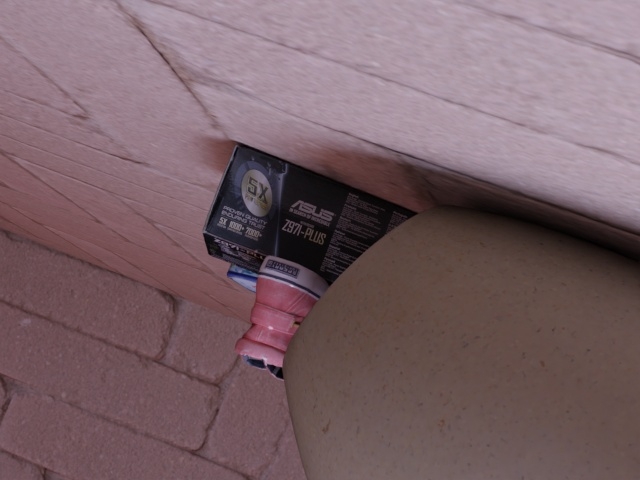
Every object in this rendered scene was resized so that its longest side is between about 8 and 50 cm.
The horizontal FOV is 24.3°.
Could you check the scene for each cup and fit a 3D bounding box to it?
[{"bbox_3d":[0.112,0.116,1.006,0.237,0.331,0.331,45,180,18],"label":"cup"}]

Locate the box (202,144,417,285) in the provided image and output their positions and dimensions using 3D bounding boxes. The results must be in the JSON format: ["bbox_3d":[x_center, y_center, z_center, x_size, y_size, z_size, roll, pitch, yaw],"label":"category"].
[{"bbox_3d":[0.000,0.000,1.224,0.180,0.078,0.147,21,172,1],"label":"box"}]

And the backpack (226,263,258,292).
[{"bbox_3d":[-0.041,0.012,1.418,0.105,0.084,0.114,12,165,37],"label":"backpack"}]

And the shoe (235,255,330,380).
[{"bbox_3d":[-0.014,0.074,1.173,0.063,0.081,0.178,18,171,23],"label":"shoe"}]
